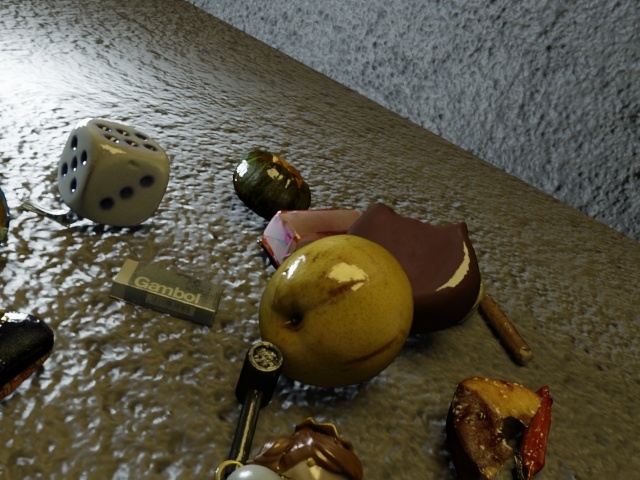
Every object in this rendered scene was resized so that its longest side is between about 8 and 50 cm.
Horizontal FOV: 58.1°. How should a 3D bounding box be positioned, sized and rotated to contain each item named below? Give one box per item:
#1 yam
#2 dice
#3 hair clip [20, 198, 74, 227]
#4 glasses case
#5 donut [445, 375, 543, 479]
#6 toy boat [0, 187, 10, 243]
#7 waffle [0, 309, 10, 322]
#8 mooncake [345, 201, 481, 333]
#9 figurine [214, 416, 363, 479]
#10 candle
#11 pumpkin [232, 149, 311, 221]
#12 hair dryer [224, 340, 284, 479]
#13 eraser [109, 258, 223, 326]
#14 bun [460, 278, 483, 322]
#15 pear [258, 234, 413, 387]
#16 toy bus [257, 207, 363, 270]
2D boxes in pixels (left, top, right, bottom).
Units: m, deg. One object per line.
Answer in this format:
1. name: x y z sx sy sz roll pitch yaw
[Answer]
1. yam: 0.483 0.226 1.519 0.057 0.056 0.241 9 33 -22
2. dice: -0.476 -0.155 1.325 0.193 0.191 0.194 12 24 -45
3. hair clip: -0.606 -0.068 1.280 0.115 0.039 0.030 20 28 -2
4. glasses case: -0.535 0.206 0.840 0.122 0.082 0.321 24 30 10
5. donut: 0.308 0.366 1.127 0.151 0.112 0.295 33 30 24
6. toy boat: -0.694 -0.080 1.161 0.114 0.115 0.262 -5 40 -40
7. waffle: -0.601 0.143 0.823 0.245 0.052 0.254 -1 24 31
8. mooncake: 0.201 0.061 1.367 0.326 0.174 0.333 -12 51 8
9. figurine: -0.044 0.367 0.855 0.189 0.142 0.263 39 35 27
10. candle: 0.447 0.407 1.204 0.059 0.084 0.302 1 27 29
11. pumpkin: -0.137 -0.144 1.591 0.238 0.159 0.238 32 12 -8
12. hair dryer: -0.117 0.298 0.953 0.070 0.128 0.255 15 41 -5
13. eraser: -0.312 0.106 1.187 0.213 0.046 0.092 18 31 -8
14. bun: 0.313 0.096 1.521 0.259 0.152 0.259 18 31 -11
15. pear: 0.033 0.134 1.127 0.314 0.314 0.314 17 31 -10
16. toy bus: 0.000 0.000 1.477 0.303 0.147 0.127 -7 47 -39
